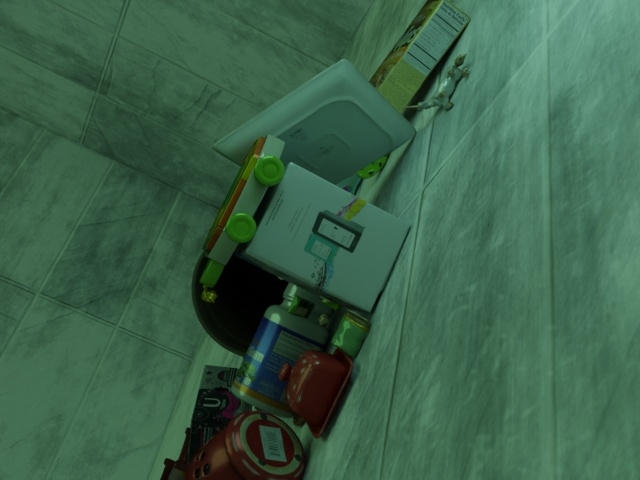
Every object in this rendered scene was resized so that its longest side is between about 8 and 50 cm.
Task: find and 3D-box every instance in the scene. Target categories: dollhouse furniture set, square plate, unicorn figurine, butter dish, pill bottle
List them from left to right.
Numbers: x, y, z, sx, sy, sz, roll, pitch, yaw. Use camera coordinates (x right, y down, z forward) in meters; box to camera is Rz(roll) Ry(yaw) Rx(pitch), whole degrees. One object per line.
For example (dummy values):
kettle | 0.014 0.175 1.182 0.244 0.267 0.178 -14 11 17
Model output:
dollhouse furniture set | -0.342 0.684 2.013 0.201 0.152 0.374 -55 14 40
pill bottle | -0.074 0.233 1.764 0.272 0.152 0.152 -66 11 -5
butter dish | -0.023 0.269 1.535 0.160 0.118 0.160 -64 11 0
square plate | 0.000 -0.210 1.774 0.347 0.344 0.049 -30 59 19
dollhouse furniture set | 0.016 0.153 1.542 0.076 0.151 0.058 -62 -31 1
unicorn figurine | 0.258 -0.318 1.714 0.162 0.060 0.111 -47 12 5

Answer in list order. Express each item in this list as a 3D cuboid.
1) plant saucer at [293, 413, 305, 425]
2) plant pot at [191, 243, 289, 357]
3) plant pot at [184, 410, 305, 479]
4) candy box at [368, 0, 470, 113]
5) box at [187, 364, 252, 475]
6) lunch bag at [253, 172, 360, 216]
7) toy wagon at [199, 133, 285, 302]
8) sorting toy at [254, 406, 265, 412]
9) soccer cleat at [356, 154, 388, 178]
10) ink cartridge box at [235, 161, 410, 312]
plant saucer | -0.033 0.346 1.684 0.083 0.013 0.083 -61 11 20
plant pot | -0.121 0.102 1.987 0.323 0.323 0.280 -63 -5 10
plant pot | -0.138 0.430 1.532 0.174 0.191 0.191 -55 14 31
candy box | 0.214 -0.429 1.954 0.316 0.087 0.183 -54 13 10
box | -0.243 0.441 2.001 0.247 0.142 0.163 -93 9 -66
lunch bag | -0.036 -0.123 2.188 0.262 0.223 0.160 -65 16 -1
toy wagon | -0.166 -0.043 1.597 0.344 0.068 0.267 -64 10 -5
sorting toy | -0.146 0.416 2.019 0.083 0.045 0.075 -98 16 -71
soccer cleat | 0.147 -0.229 2.030 0.179 0.060 0.072 -59 1 -5
ink cartridge box | 0.000 0.000 1.626 0.197 0.270 0.198 -65 11 -8
